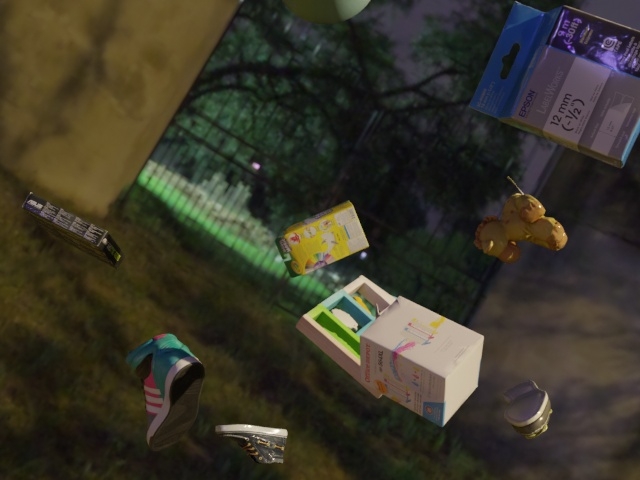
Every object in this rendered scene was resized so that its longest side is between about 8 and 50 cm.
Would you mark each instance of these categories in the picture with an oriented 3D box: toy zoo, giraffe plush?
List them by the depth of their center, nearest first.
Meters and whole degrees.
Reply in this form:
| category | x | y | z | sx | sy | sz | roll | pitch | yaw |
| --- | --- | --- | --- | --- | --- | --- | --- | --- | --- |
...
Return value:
| category | x | y | z | sx | sy | sz | roll | pitch | yaw |
| --- | --- | --- | --- | --- | --- | --- | --- | --- | --- |
| toy zoo | 0.099 | 0.161 | 1.668 | 0.192 | 0.030 | 0.293 | 40 | 29 | 13 |
| giraffe plush | 0.453 | -0.021 | 2.153 | 0.210 | 0.170 | 0.181 | 49 | 5 | 23 |

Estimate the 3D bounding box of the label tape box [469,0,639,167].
| category | x | y | z | sx | sy | sz | roll | pitch | yaw |
| --- | --- | --- | --- | --- | --- | --- | --- | --- | --- |
| label tape box | 0.500 | -0.329 | 1.846 | 0.348 | 0.249 | 0.115 | 25 | 5 | 17 |

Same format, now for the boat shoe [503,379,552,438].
| category | x | y | z | sx | sy | sz | roll | pitch | yaw |
| --- | --- | --- | --- | --- | --- | --- | --- | --- | --- |
| boat shoe | 0.490 | 0.404 | 2.121 | 0.091 | 0.109 | 0.305 | 63 | 8 | 1 |

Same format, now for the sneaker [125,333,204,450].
| category | x | y | z | sx | sy | sz | roll | pitch | yaw |
| --- | --- | --- | --- | --- | --- | --- | --- | --- | --- |
| sneaker | -0.358 | 0.315 | 2.006 | 0.124 | 0.295 | 0.178 | -12 | 47 | -39 |

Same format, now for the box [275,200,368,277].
| category | x | y | z | sx | sy | sz | roll | pitch | yaw |
| --- | --- | --- | --- | --- | --- | --- | --- | --- | --- |
| box | 0.000 | 0.000 | 1.911 | 0.043 | 0.179 | 0.105 | -124 | -169 | -67 |

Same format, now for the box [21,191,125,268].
| category | x | y | z | sx | sy | sz | roll | pitch | yaw |
| --- | --- | --- | --- | --- | --- | --- | --- | --- | --- |
| box | -0.526 | -0.018 | 1.955 | 0.191 | 0.045 | 0.184 | 26 | -17 | 9 |

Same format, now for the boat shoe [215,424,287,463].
| category | x | y | z | sx | sy | sz | roll | pitch | yaw |
| --- | --- | --- | --- | --- | --- | --- | --- | --- | --- |
| boat shoe | -0.159 | 0.471 | 2.102 | 0.183 | 0.083 | 0.065 | 13 | -18 | -29 |

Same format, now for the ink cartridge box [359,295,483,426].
| category | x | y | z | sx | sy | sz | roll | pitch | yaw |
| --- | --- | --- | --- | --- | --- | --- | --- | --- | --- |
| ink cartridge box | 0.117 | 0.146 | 1.137 | 0.143 | 0.090 | 0.092 | 24 | -44 | 29 |

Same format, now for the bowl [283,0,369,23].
| category | x | y | z | sx | sy | sz | roll | pitch | yaw |
| --- | --- | --- | --- | --- | --- | --- | --- | --- | --- |
| bowl | 0.012 | -0.805 | 2.648 | 0.312 | 0.311 | 0.163 | 30 | -3 | 7 |
